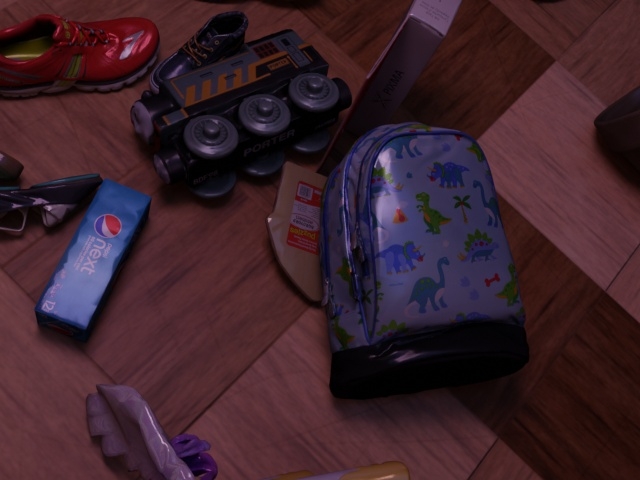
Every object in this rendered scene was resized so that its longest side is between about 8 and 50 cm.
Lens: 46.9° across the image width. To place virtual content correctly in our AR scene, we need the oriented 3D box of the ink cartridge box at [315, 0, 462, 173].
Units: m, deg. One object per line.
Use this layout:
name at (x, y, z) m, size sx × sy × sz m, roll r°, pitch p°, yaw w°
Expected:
ink cartridge box at (0.101, -0.233, 1.102) m, size 0.066 × 0.296 × 0.261 m, roll 29°, pitch 63°, yaw -3°

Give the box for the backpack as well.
backpack at (0.133, 0.013, 1.040) m, size 0.290 × 0.273 × 0.355 m, roll -3°, pitch 61°, yaw -14°

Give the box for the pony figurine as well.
pony figurine at (-0.139, 0.299, 0.808) m, size 0.364 × 0.351 × 0.302 m, roll 12°, pitch 67°, yaw -32°

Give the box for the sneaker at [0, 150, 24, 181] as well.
sneaker at (-0.512, -0.104, 1.002) m, size 0.192 × 0.064 × 0.086 m, roll 23°, pitch 71°, yaw -5°

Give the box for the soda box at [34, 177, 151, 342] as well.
soda box at (-0.304, 0.026, 0.999) m, size 0.071 × 0.067 × 0.210 m, roll 23°, pitch 63°, yaw -6°

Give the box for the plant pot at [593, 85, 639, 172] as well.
plant pot at (0.687, -0.168, 1.265) m, size 0.323 × 0.323 × 0.280 m, roll -35°, pitch 97°, yaw -26°

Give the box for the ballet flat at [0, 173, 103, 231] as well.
ballet flat at (-0.399, -0.049, 1.010) m, size 0.203 × 0.074 × 0.074 m, roll -9°, pitch 70°, yaw -26°

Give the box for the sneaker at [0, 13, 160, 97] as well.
sneaker at (-0.366, -0.284, 1.087) m, size 0.279 × 0.118 × 0.107 m, roll -20°, pitch 75°, yaw -23°

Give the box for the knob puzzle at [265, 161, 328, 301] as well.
knob puzzle at (0.000, 0.000, 1.113) m, size 0.213 × 0.030 × 0.213 m, roll 8°, pitch 73°, yaw -29°

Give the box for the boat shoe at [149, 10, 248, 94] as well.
boat shoe at (-0.192, -0.299, 1.164) m, size 0.183 × 0.083 × 0.065 m, roll -40°, pitch 83°, yaw -27°

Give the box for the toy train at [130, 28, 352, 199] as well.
toy train at (-0.118, -0.197, 1.121) m, size 0.334 × 0.142 × 0.190 m, roll -28°, pitch 65°, yaw -23°
